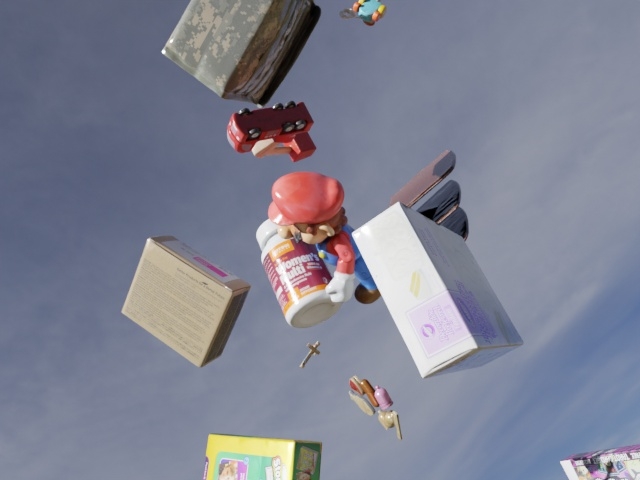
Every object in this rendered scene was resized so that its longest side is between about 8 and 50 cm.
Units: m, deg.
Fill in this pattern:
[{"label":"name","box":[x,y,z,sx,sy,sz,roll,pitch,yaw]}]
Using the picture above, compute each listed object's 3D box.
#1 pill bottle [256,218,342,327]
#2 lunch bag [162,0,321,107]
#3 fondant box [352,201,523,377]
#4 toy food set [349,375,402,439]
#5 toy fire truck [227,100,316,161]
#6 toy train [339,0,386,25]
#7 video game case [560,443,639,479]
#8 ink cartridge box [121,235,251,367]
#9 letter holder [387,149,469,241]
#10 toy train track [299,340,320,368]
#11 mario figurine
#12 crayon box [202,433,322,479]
[{"label":"pill bottle","box":[-0.050,0.059,1.073,0.121,0.221,0.121,-20,-32,-13]},{"label":"lunch bag","box":[-0.122,-0.389,0.985,0.235,0.169,0.287,-55,-6,16]},{"label":"fondant box","box":[0.208,0.089,0.865,0.096,0.238,0.330,-35,-24,23]},{"label":"toy food set","box":[0.083,0.239,0.777,0.019,0.122,0.078,-28,-57,-25]},{"label":"toy fire truck","box":[-0.079,-0.178,0.894,0.192,0.047,0.135,-19,-15,-32]},{"label":"toy train","box":[0.074,-0.509,1.105,0.125,0.166,0.046,-4,-29,-7]},{"label":"video game case","box":[0.513,0.439,0.828,0.042,0.210,0.232,-16,-22,-18]},{"label":"ink cartridge box","box":[-0.293,0.127,1.130,0.193,0.235,0.088,-64,-17,14]},{"label":"letter holder","box":[0.286,-0.087,1.254,0.214,0.152,0.302,-44,4,20]},{"label":"toy train track","box":[-0.026,0.311,1.413,0.048,0.014,0.083,42,-104,-24]},{"label":"mario figurine","box":[0.000,0.000,1.001,0.170,0.198,0.320,-53,-50,-13]},{"label":"crayon box","box":[-0.155,0.656,1.229,0.313,0.362,0.106,-13,-26,38]}]
